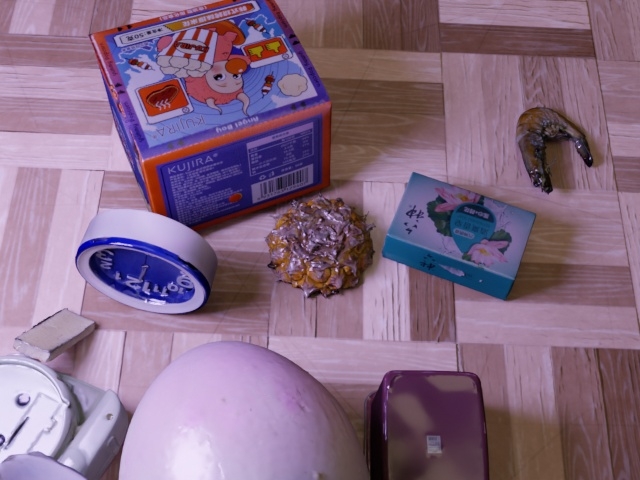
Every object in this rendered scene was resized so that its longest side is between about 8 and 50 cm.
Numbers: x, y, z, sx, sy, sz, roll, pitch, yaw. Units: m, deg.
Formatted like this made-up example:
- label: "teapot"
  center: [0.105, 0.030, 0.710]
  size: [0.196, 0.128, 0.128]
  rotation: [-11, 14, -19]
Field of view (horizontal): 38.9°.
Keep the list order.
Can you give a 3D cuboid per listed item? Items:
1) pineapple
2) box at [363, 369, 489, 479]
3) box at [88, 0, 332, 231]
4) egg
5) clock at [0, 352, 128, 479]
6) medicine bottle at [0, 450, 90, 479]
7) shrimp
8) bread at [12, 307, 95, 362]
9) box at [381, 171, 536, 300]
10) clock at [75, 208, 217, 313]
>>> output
- label: "pineapple"
  center: [0.000, 0.000, 1.655]
  size: [0.224, 0.076, 0.225]
  rotation: [2, 60, -3]
- label: "box"
  center: [0.167, 0.344, 1.418]
  size: [0.193, 0.167, 0.294]
  rotation: [1, 61, 0]
- label: "box"
  center: [-0.194, -0.234, 1.659]
  size: [0.348, 0.257, 0.319]
  rotation: [-18, 59, -12]
- label: "egg"
  center: [-0.124, 0.302, 1.326]
  size: [0.354, 0.354, 0.340]
  rotation: [-12, 57, -9]
- label: "clock"
  center: [-0.496, 0.307, 1.441]
  size: [0.324, 0.109, 0.265]
  rotation: [24, 63, 11]
- label: "medicine bottle"
  center: [-0.440, 0.476, 1.232]
  size: [0.190, 0.190, 0.332]
  rotation: [37, 96, 17]
- label: "shrimp"
  center: [0.463, -0.178, 1.791]
  size: [0.150, 0.051, 0.217]
  rotation: [6, 57, -7]
- label: "bread"
  center: [-0.444, 0.158, 1.524]
  size: [0.068, 0.028, 0.154]
  rotation: [20, 21, 10]
- label: "box"
  center: [0.252, -0.008, 1.659]
  size: [0.244, 0.092, 0.153]
  rotation: [19, 62, 8]
- label: "clock"
  center: [-0.292, 0.037, 1.530]
  size: [0.230, 0.230, 0.083]
  rotation: [10, 61, 3]
